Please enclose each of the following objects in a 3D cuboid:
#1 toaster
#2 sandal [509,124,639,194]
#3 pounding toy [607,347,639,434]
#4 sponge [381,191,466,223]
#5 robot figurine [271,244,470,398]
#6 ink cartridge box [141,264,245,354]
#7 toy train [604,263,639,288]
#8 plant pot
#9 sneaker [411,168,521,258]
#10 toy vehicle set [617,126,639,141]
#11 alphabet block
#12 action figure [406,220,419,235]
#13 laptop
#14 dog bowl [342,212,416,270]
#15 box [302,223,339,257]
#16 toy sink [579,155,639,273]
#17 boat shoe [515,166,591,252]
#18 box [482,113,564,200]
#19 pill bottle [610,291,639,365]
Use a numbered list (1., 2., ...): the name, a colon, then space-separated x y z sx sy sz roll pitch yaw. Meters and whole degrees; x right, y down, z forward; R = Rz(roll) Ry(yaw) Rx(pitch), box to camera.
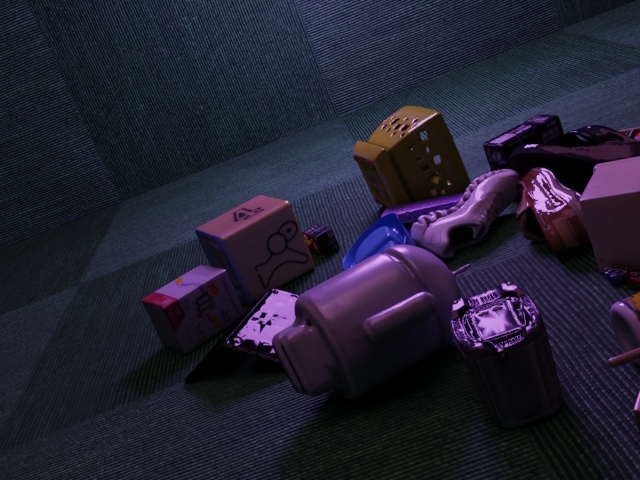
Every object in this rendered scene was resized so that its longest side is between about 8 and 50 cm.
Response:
1. toaster: 0.276 0.171 1.249 0.129 0.146 0.227 -21 18 5
2. sandal: 0.619 -0.173 1.782 0.446 0.167 0.107 4 61 38
3. pounding toy: 0.461 0.190 1.072 0.181 0.094 0.206 -7 23 35
4. sponge: 0.257 -0.076 2.072 0.210 0.031 0.117 -11 10 13
5. robot figurine: 0.096 0.136 1.460 0.354 0.199 0.300 -27 5 -17
6. ink cartridge box: -0.289 0.154 1.948 0.176 0.128 0.127 -33 22 -29
7. toy train: 0.544 0.066 1.434 0.036 0.027 0.158 -42 25 -21
8. plant pot: 0.226 -0.203 2.230 0.207 0.227 0.228 -31 20 -8
9. sneaker: 0.345 -0.053 1.880 0.292 0.110 0.118 -35 29 -14
10. toy vehicle set: 0.690 -0.195 1.973 0.166 0.035 0.267 -8 23 35
11. alphabet block: -0.162 0.019 2.089 0.197 0.192 0.193 -29 22 -22
12. action figure: 0.226 -0.028 2.042 0.038 0.030 0.115 -16 17 24
13. laptop: -0.116 0.216 1.769 0.265 0.136 0.234 14 32 18
14. dog bowl: 0.133 0.047 1.791 0.166 0.074 0.297 -44 15 12
15. box: 0.000 0.000 2.155 0.052 0.062 0.083 -31 20 -21
16. toy sink: 0.575 -0.064 1.561 0.131 0.152 0.234 -9 24 35
17. boat shoe: 0.456 -0.061 1.739 0.120 0.122 0.324 -32 16 4
18. box: 0.496 -0.199 2.024 0.180 0.147 0.077 -28 20 -19
19. pill bottle: 0.524 0.104 1.226 0.184 0.103 0.103 -23 19 -2
